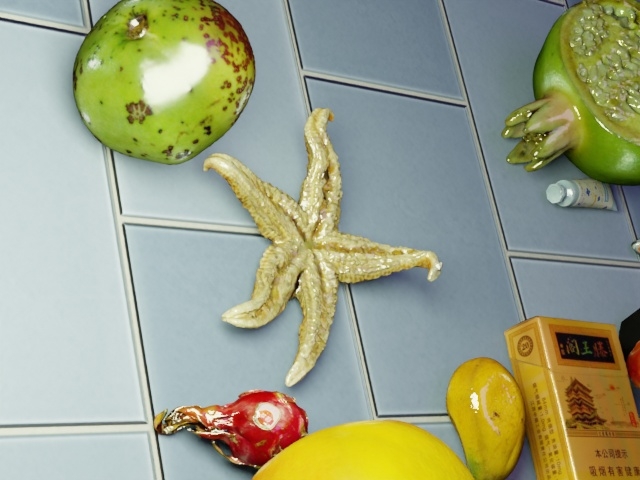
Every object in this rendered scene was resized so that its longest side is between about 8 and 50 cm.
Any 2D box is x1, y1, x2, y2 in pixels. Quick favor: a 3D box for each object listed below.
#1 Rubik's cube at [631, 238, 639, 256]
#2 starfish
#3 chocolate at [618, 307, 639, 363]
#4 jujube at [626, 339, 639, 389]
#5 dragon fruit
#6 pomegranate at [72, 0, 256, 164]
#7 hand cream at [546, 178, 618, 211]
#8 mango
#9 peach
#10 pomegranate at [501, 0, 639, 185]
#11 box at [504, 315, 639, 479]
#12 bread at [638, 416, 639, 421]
[{"bbox_3d":[0.688,0.031,2.206,0.228,0.229,0.233,36,79,29],"label":"Rubik's cube"},{"bbox_3d":[-0.003,0.003,1.645,0.327,0.094,0.375,6,70,-28],"label":"starfish"},{"bbox_3d":[0.559,0.175,2.047,0.133,0.156,0.156,44,38,-55],"label":"chocolate"},{"bbox_3d":[0.500,0.187,1.886,0.176,0.112,0.109,11,79,-64],"label":"jujube"},{"bbox_3d":[-0.091,0.210,1.465,0.190,0.094,0.094,10,61,-32],"label":"dragon fruit"},{"bbox_3d":[-0.168,-0.179,1.550,0.248,0.214,0.214,49,33,-59],"label":"pomegranate"},{"bbox_3d":[0.423,-0.076,2.102,0.171,0.043,0.065,-2,75,-47],"label":"hand cream"},{"bbox_3d":[0.223,0.235,1.723,0.115,0.089,0.165,-10,77,-42],"label":"mango"},{"bbox_3d":[0.052,0.336,1.401,0.289,0.289,0.308,55,8,-4],"label":"peach"},{"bbox_3d":[0.440,-0.206,2.083,0.358,0.216,0.309,-28,76,-15],"label":"pomegranate"},{"bbox_3d":[0.368,0.250,1.852,0.174,0.076,0.274,9,62,-40],"label":"box"},{"bbox_3d":[0.580,0.367,1.949,0.246,0.111,0.239,5,64,-37],"label":"bread"}]
